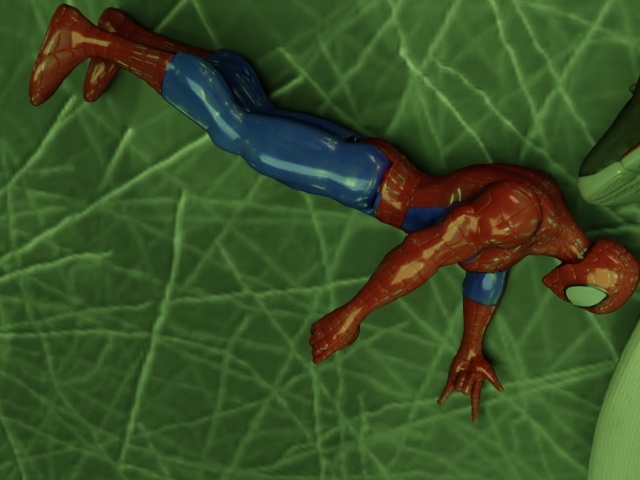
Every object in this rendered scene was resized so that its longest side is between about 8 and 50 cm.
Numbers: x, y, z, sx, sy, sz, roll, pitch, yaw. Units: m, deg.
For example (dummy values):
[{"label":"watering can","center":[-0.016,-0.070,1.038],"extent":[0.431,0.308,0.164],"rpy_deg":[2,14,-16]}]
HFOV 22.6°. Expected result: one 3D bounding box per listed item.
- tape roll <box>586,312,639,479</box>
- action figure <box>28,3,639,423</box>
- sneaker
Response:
[{"label":"tape roll","center":[0.307,0.120,0.665],"extent":[0.392,0.072,0.392],"rpy_deg":[5,106,18]},{"label":"action figure","center":[0.000,0.000,0.727],"extent":[0.280,0.091,0.139],"rpy_deg":[20,104,14]},{"label":"sneaker","center":[0.163,-0.079,0.677],"extent":[0.158,0.061,0.065],"rpy_deg":[-44,61,23]}]
